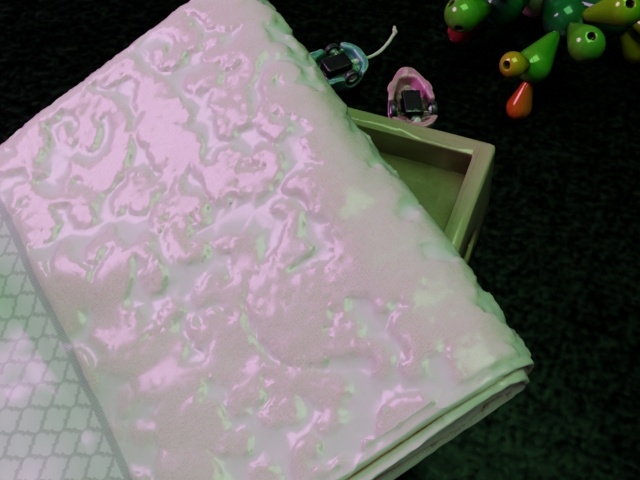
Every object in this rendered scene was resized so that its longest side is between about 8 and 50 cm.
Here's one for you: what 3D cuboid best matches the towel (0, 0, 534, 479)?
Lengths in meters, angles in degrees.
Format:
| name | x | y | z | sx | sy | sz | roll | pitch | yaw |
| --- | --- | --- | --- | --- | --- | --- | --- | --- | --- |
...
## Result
| name | x | y | z | sx | sy | sz | roll | pitch | yaw |
| --- | --- | --- | --- | --- | --- | --- | --- | --- | --- |
| towel | -0.096 | 0.032 | 0.559 | 0.317 | 0.053 | 0.332 | -35 | 63 | 3 |

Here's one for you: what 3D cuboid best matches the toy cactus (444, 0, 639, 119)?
| name | x | y | z | sx | sy | sz | roll | pitch | yaw |
| --- | --- | --- | --- | --- | --- | --- | --- | --- | --- |
| toy cactus | 0.201 | -0.188 | 0.797 | 0.218 | 0.112 | 0.181 | -6 | 38 | -6 |

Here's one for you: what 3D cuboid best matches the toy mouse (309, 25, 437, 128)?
| name | x | y | z | sx | sy | sz | roll | pitch | yaw |
| --- | --- | --- | --- | --- | --- | --- | --- | --- | --- |
| toy mouse | 0.038 | -0.116 | 0.758 | 0.160 | 0.031 | 0.143 | 16 | 56 | 6 |

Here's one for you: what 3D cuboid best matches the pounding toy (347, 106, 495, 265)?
| name | x | y | z | sx | sy | sz | roll | pitch | yaw |
| --- | --- | --- | --- | --- | --- | --- | --- | --- | --- |
| pounding toy | -0.009 | 0.006 | 0.640 | 0.206 | 0.094 | 0.181 | 16 | 64 | 15 |
